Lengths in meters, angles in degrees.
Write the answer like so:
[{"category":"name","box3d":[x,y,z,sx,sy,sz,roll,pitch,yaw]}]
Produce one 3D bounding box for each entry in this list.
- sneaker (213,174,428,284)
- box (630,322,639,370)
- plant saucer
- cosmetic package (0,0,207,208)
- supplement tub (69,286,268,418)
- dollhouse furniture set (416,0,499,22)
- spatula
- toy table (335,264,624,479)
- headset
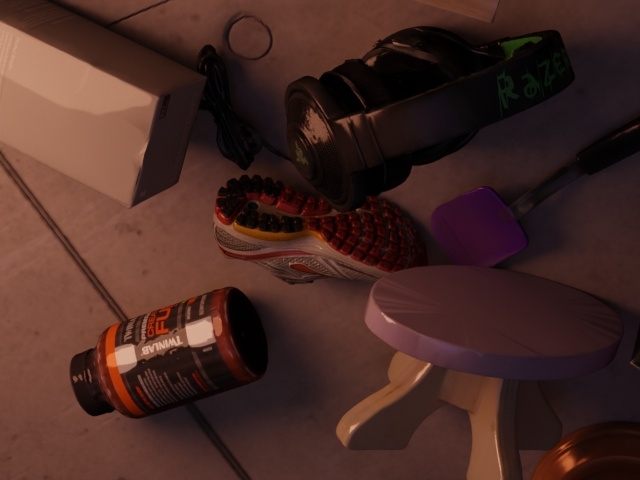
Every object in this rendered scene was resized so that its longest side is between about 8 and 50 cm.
[{"category":"sneaker","box3d":[0.000,0.000,1.903,0.225,0.088,0.093,16,142,-2]},{"category":"box","box3d":[0.381,0.014,1.775,0.051,0.175,0.220,32,118,0]},{"category":"plant saucer","box3d":[0.318,0.288,1.989,0.200,0.037,0.200,4,115,9]},{"category":"cosmetic package","box3d":[-0.242,-0.143,1.826,0.238,0.107,0.127,27,118,14]},{"category":"supplement tub","box3d":[-0.162,0.124,1.962,0.198,0.106,0.106,-19,109,17]},{"category":"dollhouse furniture set","box3d":[0.090,-0.390,1.640,0.286,0.198,0.303,17,115,2]},{"category":"spatula","box3d":[0.238,-0.060,1.852,0.296,0.030,0.084,-32,103,21]},{"category":"toy table","box3d":[0.154,0.136,1.849,0.274,0.252,0.161,9,115,-18]},{"category":"headset","box3d":[0.045,-0.140,1.753,0.394,0.243,0.185,-14,101,42]}]
